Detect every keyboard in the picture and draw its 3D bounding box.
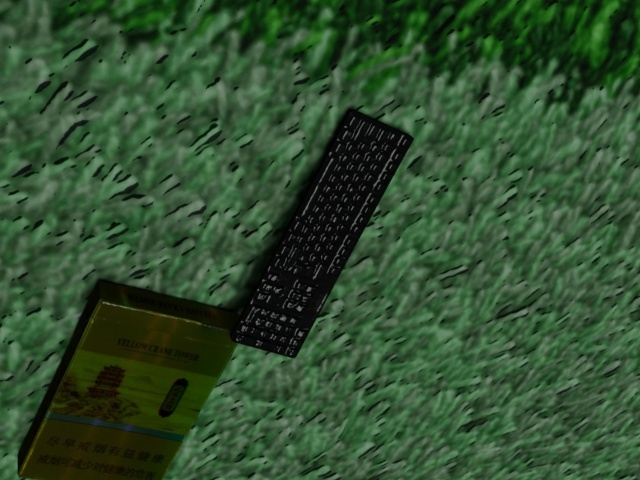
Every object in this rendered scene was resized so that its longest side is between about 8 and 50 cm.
[{"bbox_3d":[0.000,0.000,0.744,0.061,0.013,0.204,20,107,-29],"label":"keyboard"}]

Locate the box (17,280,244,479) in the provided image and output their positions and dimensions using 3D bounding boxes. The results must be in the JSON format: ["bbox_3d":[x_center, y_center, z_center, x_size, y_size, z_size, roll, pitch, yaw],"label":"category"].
[{"bbox_3d":[-0.157,0.127,0.790,0.121,0.030,0.193,16,117,-27],"label":"box"}]
